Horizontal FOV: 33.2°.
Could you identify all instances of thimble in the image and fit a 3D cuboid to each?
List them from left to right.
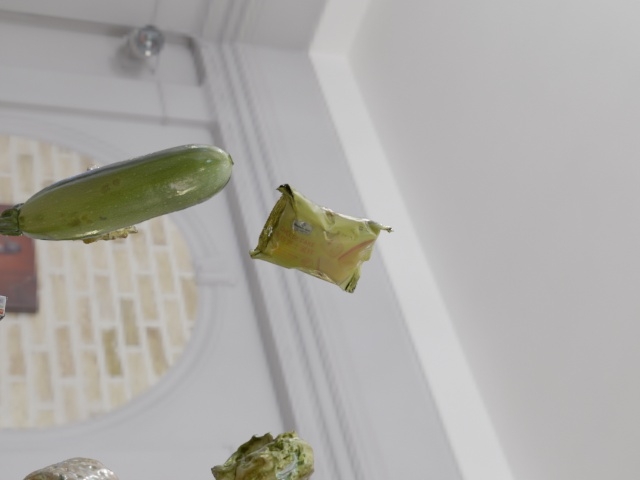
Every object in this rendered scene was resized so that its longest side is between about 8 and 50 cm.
[{"bbox_3d":[-0.471,0.532,2.032,0.196,0.148,0.229,-26,-99,26],"label":"thimble"}]

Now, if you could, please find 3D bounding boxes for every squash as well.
[{"bbox_3d":[-0.275,-0.052,1.378,0.094,0.341,0.094,-15,90,-85],"label":"squash"}]

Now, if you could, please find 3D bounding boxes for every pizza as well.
[{"bbox_3d":[-0.386,-0.010,1.875,0.108,0.123,0.026,19,63,-87],"label":"pizza"}]

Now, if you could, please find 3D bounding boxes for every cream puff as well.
[{"bbox_3d":[-0.154,0.573,2.651,0.185,0.282,0.282,48,-46,31],"label":"cream puff"}]

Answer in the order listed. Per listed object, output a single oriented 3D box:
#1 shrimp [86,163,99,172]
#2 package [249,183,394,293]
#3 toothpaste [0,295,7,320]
[{"bbox_3d":[-0.435,-0.111,2.174,0.023,0.114,0.083,-27,-141,14],"label":"shrimp"},{"bbox_3d":[0.000,0.000,1.855,0.090,0.226,0.168,-101,-147,-55],"label":"package"},{"bbox_3d":[-0.692,0.112,2.011,0.040,0.196,0.047,-46,-141,46],"label":"toothpaste"}]
